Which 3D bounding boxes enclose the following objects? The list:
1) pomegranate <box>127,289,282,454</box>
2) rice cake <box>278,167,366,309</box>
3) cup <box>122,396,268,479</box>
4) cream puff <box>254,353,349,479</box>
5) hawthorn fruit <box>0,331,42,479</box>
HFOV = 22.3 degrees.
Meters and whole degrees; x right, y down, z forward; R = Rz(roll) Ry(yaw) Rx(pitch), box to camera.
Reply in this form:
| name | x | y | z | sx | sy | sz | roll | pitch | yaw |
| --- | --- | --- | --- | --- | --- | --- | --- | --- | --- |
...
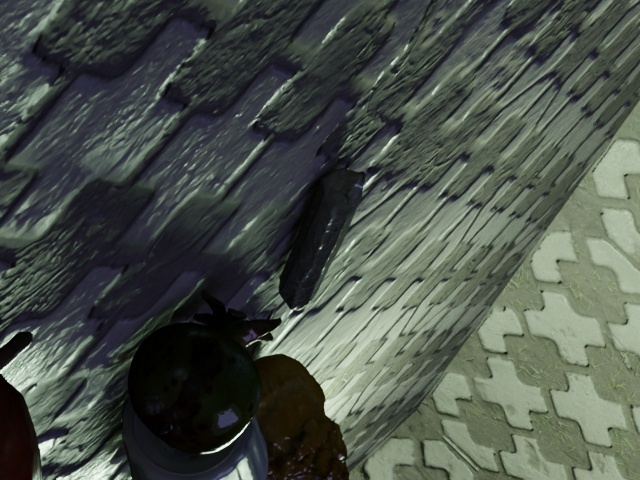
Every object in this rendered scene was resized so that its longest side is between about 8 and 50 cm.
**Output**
| name | x | y | z | sx | sy | sz | roll | pitch | yaw |
| --- | --- | --- | --- | --- | --- | --- | --- | --- | --- |
| pomegranate | -0.124 | 0.137 | 1.704 | 0.148 | 0.148 | 0.169 | 100 | 10 | -69 |
| rice cake | 0.000 | 0.000 | 1.872 | 0.057 | 0.052 | 0.256 | -43 | 168 | -30 |
| cup | -0.151 | 0.211 | 1.889 | 0.167 | 0.221 | 0.202 | -10 | 159 | -4 |
| cream puff | -0.086 | 0.322 | 2.205 | 0.327 | 0.231 | 0.343 | -22 | 153 | -56 |
| hawthorn fruit | -0.279 | 0.148 | 1.053 | 0.250 | 0.215 | 0.215 | -53 | 169 | -11 |
